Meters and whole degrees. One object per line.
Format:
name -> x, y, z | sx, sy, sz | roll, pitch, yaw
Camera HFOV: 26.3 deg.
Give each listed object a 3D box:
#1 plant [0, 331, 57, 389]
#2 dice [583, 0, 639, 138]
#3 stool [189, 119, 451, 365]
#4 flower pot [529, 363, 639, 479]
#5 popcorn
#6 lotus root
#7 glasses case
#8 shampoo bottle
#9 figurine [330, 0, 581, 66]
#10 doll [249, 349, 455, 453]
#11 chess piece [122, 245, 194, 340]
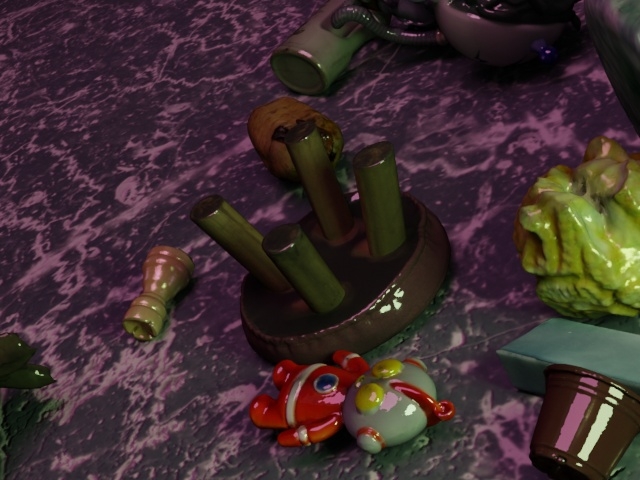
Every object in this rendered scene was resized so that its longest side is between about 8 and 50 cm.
plant -> -0.488, 0.200, 1.660 | 0.215, 0.213, 0.312 | 10, 50, 47
dice -> 0.482, -0.180, 1.359 | 0.330, 0.348, 0.328 | -31, 32, 7
stool -> 0.000, 0.000, 1.605 | 0.272, 0.178, 0.272 | -21, 33, 14
flower pot -> 0.241, 0.179, 1.265 | 0.111, 0.111, 0.089 | 10, 64, 44
popcorn -> 0.294, -0.011, 1.414 | 0.187, 0.167, 0.185 | -16, 30, 11
lotus root -> -0.034, -0.140, 1.906 | 0.110, 0.097, 0.258 | -25, 24, -8
glasses case -> 0.307, 0.135, 1.320 | 0.105, 0.056, 0.266 | -23, 23, -40
shampoo bottle -> 0.033, -0.328, 2.118 | 0.118, 0.087, 0.234 | 11, 49, 45
figurine -> 0.207, -0.355, 1.927 | 0.261, 0.186, 0.382 | -25, 32, -27
doll -> 0.036, 0.170, 1.443 | 0.245, 0.076, 0.142 | -2, 41, 42
chess piece -> -0.212, 0.070, 1.778 | 0.066, 0.066, 0.122 | -8, 43, 28
